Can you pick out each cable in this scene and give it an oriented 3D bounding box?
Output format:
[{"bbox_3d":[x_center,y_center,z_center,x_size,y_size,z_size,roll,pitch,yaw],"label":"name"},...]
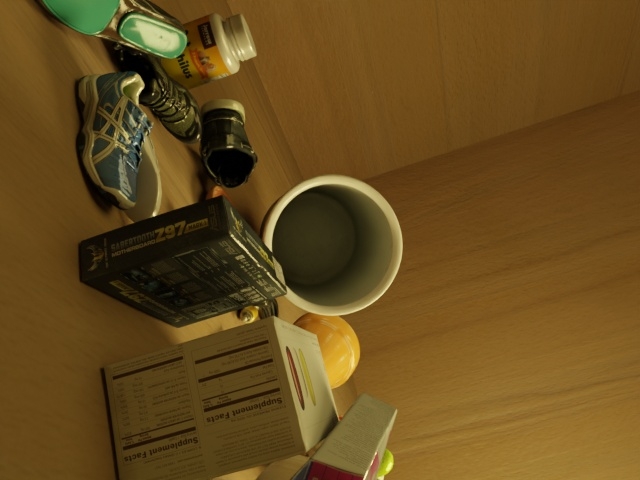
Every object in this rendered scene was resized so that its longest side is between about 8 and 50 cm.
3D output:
[{"bbox_3d":[-0.149,0.133,1.209,0.287,0.072,0.139,85,3,-77],"label":"cable"}]

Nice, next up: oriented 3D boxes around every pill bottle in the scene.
[{"bbox_3d":[-0.242,-0.373,1.014,0.117,0.215,0.117,-18,90,-84],"label":"pill bottle"}]

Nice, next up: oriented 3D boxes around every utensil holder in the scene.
[{"bbox_3d":[0.000,0.000,1.350,0.385,0.327,0.328,-159,-130,-80],"label":"utensil holder"}]

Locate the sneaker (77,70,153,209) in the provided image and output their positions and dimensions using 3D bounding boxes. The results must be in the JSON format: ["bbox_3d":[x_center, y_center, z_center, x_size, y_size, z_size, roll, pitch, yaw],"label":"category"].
[{"bbox_3d":[-0.273,-0.144,0.692,0.080,0.081,0.211,59,16,-74],"label":"sneaker"}]

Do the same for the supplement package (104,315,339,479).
[{"bbox_3d":[-0.103,0.206,0.651,0.262,0.204,0.145,56,18,-73],"label":"supplement package"}]

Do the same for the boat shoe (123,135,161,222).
[{"bbox_3d":[-0.267,-0.100,0.759,0.184,0.066,0.063,64,3,23],"label":"boat shoe"}]

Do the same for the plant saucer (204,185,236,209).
[{"bbox_3d":[-0.213,-0.023,1.138,0.200,0.037,0.200,-18,90,-84],"label":"plant saucer"}]

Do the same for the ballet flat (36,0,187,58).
[{"bbox_3d":[-0.321,-0.349,0.762,0.096,0.095,0.280,48,16,17],"label":"ballet flat"}]

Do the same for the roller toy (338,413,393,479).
[{"bbox_3d":[0.042,0.514,1.200,0.191,0.209,0.146,9,-57,56],"label":"roller toy"}]

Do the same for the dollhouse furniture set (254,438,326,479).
[{"bbox_3d":[-0.084,0.479,0.855,0.355,0.173,0.303,-40,130,-53],"label":"dollhouse furniture set"}]

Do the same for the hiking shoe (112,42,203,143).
[{"bbox_3d":[-0.295,-0.258,0.914,0.227,0.086,0.114,58,21,-32],"label":"hiking shoe"}]

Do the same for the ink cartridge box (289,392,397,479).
[{"bbox_3d":[-0.009,0.379,0.597,0.330,0.071,0.324,3,106,-74],"label":"ink cartridge box"}]

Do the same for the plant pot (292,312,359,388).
[{"bbox_3d":[-0.022,0.306,1.299,0.188,0.205,0.205,-31,104,-68],"label":"plant pot"}]

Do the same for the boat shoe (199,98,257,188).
[{"bbox_3d":[-0.200,-0.174,1.127,0.340,0.127,0.113,122,-38,-70],"label":"boat shoe"}]

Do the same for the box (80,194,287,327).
[{"bbox_3d":[-0.164,0.040,0.672,0.233,0.183,0.059,59,14,-63],"label":"box"}]
